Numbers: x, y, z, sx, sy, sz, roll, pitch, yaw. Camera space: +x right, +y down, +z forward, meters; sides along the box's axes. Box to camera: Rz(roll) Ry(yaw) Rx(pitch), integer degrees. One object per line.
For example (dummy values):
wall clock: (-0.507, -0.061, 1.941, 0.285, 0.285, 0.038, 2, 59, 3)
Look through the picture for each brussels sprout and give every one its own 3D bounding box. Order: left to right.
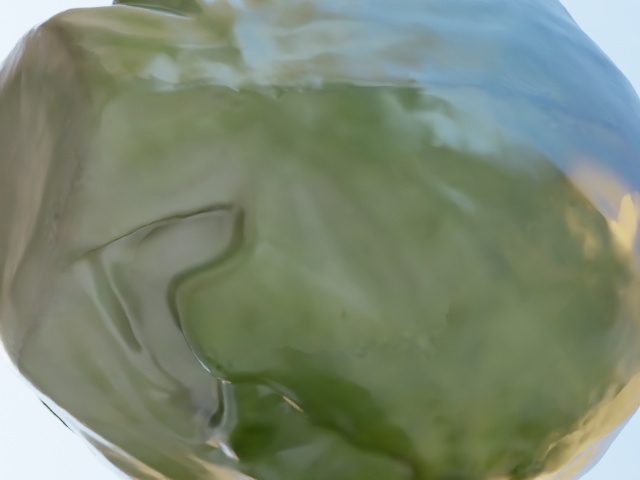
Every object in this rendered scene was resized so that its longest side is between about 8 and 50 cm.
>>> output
brussels sprout: (0.000, 0.000, 0.608, 0.210, 0.271, 0.219, -34, -117, 36)
